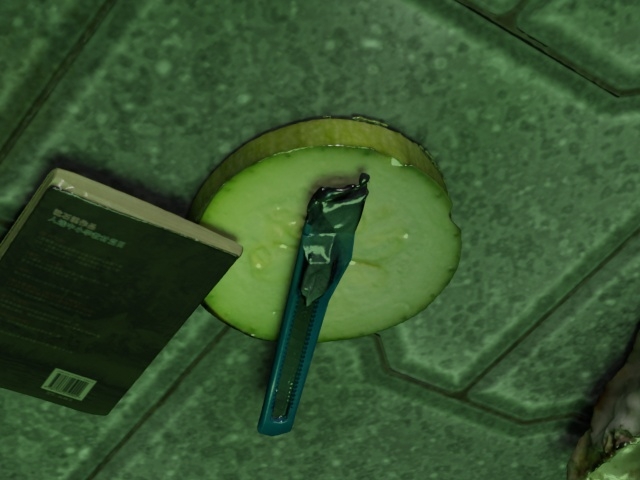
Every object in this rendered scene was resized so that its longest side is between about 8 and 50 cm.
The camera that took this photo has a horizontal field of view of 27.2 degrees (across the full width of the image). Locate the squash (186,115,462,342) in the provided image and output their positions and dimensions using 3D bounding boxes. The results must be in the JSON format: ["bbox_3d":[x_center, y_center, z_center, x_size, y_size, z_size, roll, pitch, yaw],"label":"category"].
[{"bbox_3d":[0.000,-0.004,1.040,0.219,0.041,0.219,-4,133,-4],"label":"squash"}]

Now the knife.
[{"bbox_3d":[-0.010,0.062,1.054,0.044,0.026,0.296,-4,134,-19],"label":"knife"}]

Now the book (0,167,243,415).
[{"bbox_3d":[-0.186,0.050,1.029,0.160,0.024,0.228,23,128,-25],"label":"book"}]

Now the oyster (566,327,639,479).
[{"bbox_3d":[0.341,0.124,1.193,0.166,0.110,0.341,6,134,-6],"label":"oyster"}]
